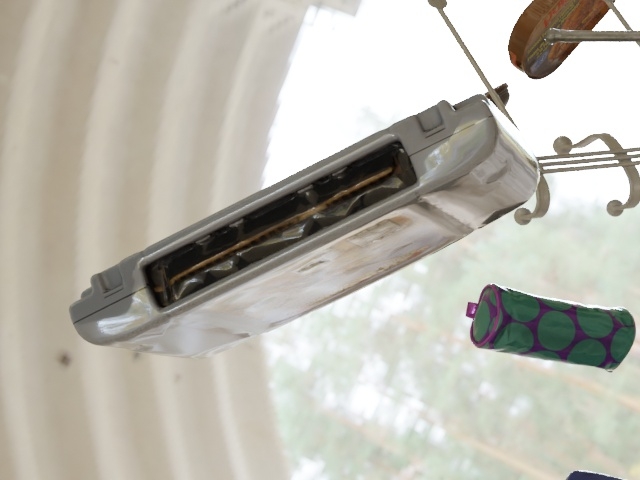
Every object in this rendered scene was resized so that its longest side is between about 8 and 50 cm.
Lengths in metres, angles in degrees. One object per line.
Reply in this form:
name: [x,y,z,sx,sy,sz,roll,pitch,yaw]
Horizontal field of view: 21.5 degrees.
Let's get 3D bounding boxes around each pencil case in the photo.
pencil case: [0.219,0.083,1.598,0.070,0.151,0.064,-137,60,-69]

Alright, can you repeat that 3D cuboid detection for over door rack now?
over door rack: [0.252,-0.159,1.739,0.239,0.324,0.108,-6,-30,-25]

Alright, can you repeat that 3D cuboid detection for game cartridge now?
game cartridge: [0.000,0.000,1.124,0.297,0.062,0.198,-26,-17,13]

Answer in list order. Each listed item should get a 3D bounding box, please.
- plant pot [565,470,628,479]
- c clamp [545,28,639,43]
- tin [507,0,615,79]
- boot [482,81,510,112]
plant pot: [0.318,0.382,1.584,0.236,0.212,0.236,-54,-47,-38]
c clamp: [0.195,-0.138,0.770,0.161,0.137,0.022,-56,-37,-33]
tin: [0.297,-0.279,2.038,0.190,0.040,0.106,-48,-28,-9]
boot: [0.182,-0.098,2.013,0.219,0.106,0.082,-44,10,-35]
